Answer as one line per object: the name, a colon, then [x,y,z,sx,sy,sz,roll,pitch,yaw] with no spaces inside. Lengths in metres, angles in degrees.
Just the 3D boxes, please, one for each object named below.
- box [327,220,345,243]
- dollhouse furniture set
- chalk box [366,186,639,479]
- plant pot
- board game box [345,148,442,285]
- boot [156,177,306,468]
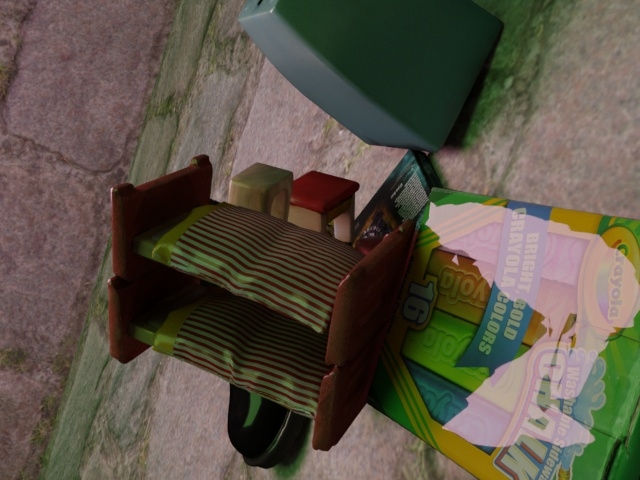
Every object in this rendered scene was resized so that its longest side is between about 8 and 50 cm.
box: [0.004,0.073,0.875,0.087,0.058,0.232,-61,31,34]
dollhouse furniture set: [0.000,0.000,0.665,0.374,0.201,0.152,-39,-37,-59]
chalk box: [0.194,0.083,0.463,0.289,0.180,0.179,18,92,61]
plant pot: [0.041,-0.231,0.820,0.166,0.234,0.165,-64,28,-3]
board game box: [0.081,-0.002,0.868,0.186,0.026,0.126,-53,35,33]
boot: [-0.145,0.108,0.962,0.131,0.260,0.348,-26,52,54]
